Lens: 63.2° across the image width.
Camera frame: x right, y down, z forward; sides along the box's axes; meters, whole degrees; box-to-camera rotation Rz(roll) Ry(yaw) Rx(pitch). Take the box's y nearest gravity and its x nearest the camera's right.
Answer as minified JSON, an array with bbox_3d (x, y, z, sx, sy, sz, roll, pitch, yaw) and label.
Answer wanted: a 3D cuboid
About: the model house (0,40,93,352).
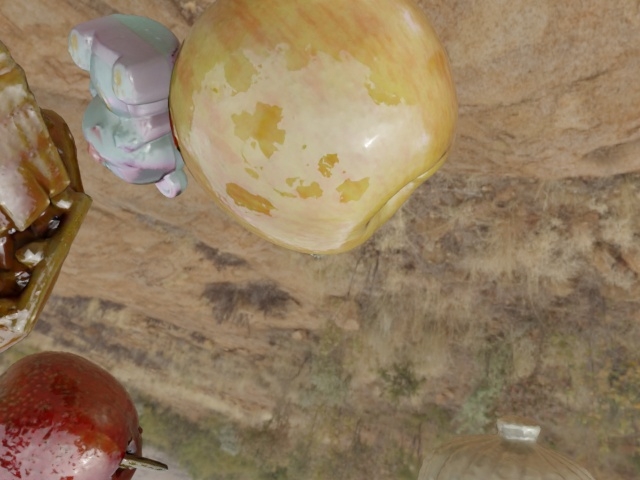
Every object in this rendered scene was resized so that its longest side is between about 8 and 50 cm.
[{"bbox_3d":[-0.261,-0.025,0.328,0.219,0.199,0.229,63,165,5],"label":"model house"}]

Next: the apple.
[{"bbox_3d":[-0.002,-0.171,0.718,0.346,0.391,0.391,54,147,12],"label":"apple"}]

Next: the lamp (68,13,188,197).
[{"bbox_3d":[-0.321,-0.251,0.963,0.247,0.247,0.301,36,141,14],"label":"lamp"}]

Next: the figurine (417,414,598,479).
[{"bbox_3d":[0.183,0.344,0.510,0.185,0.204,0.332,0,113,26],"label":"figurine"}]

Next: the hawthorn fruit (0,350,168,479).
[{"bbox_3d":[-0.448,0.362,0.952,0.369,0.284,0.284,12,147,10],"label":"hawthorn fruit"}]

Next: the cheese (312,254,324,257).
[{"bbox_3d":[0.001,0.000,1.197,0.041,0.084,0.060,37,175,-36],"label":"cheese"}]
